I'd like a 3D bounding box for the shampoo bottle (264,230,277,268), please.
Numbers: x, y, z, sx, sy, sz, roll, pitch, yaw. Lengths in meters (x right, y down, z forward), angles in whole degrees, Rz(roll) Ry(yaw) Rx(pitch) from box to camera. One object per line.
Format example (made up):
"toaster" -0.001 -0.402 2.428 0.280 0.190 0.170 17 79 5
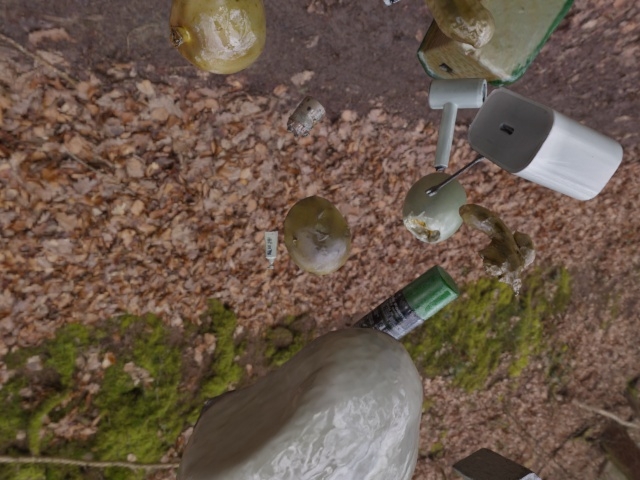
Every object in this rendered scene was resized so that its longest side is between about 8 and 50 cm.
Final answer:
"shampoo bottle" -0.180 0.034 1.748 0.048 0.141 0.034 0 177 -20

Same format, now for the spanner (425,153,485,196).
"spanner" 0.451 -0.221 1.568 0.254 0.015 0.054 -35 -165 -5

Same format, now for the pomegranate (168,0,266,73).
"pomegranate" -0.325 -0.663 1.472 0.318 0.319 0.319 -12 160 -5

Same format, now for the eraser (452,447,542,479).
"eraser" 0.385 0.491 0.869 0.352 0.077 0.111 46 159 -22

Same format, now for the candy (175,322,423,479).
"candy" 0.002 0.343 0.696 0.386 0.186 0.427 -28 131 -15

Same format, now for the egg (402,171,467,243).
"egg" 0.523 -0.161 2.158 0.336 0.278 0.278 -54 179 -29

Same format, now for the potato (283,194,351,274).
"potato" 0.000 0.000 1.647 0.239 0.299 0.116 -25 -160 -10

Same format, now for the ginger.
"ginger" 0.381 0.007 1.047 0.133 0.214 0.059 -47 172 -16

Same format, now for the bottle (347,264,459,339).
"bottle" 0.169 0.186 1.119 0.330 0.093 0.093 -41 150 22

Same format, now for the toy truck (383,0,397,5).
"toy truck" 0.155 -0.684 1.179 0.098 0.114 0.226 -13 174 37

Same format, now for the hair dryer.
"hair dryer" 0.316 -0.278 1.148 0.131 0.237 0.073 9 170 29

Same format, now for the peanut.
"peanut" 0.305 -0.535 1.064 0.120 0.236 0.110 -31 172 -19

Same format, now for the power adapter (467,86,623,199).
"power adapter" 0.429 -0.168 0.883 0.255 0.187 0.124 14 116 -27

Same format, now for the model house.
"model house" 0.521 -0.707 1.556 0.334 0.382 0.342 30 180 -22

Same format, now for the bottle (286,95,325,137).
"bottle" -0.061 -0.438 1.724 0.152 0.099 0.099 -52 160 -7
